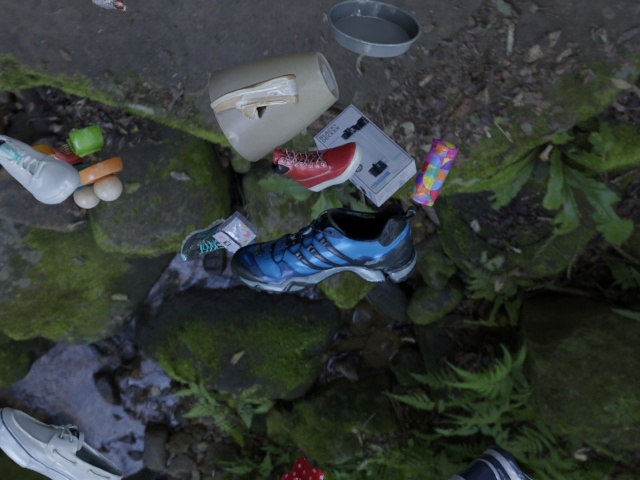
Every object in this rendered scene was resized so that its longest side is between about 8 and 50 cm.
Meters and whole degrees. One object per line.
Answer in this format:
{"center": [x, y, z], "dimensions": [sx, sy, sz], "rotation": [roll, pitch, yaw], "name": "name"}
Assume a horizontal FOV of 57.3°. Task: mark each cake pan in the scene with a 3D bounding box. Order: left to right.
{"center": [0.162, -0.652, 1.802], "dimensions": [0.294, 0.293, 0.054], "rotation": [5, 136, -5], "name": "cake pan"}

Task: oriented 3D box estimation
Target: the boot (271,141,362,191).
{"center": [-0.020, -0.212, 1.526], "dimensions": [0.176, 0.088, 0.244], "rotation": [22, 153, -30], "name": "boot"}

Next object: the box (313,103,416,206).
{"center": [0.136, -0.264, 1.807], "dimensions": [0.169, 0.087, 0.290], "rotation": [-42, 68, -2], "name": "box"}

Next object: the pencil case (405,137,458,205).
{"center": [0.383, -0.233, 2.009], "dimensions": [0.105, 0.104, 0.236], "rotation": [18, 117, -11], "name": "pencil case"}

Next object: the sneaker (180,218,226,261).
{"center": [-0.270, 0.000, 1.446], "dimensions": [0.076, 0.166, 0.064], "rotation": [15, 131, 37], "name": "sneaker"}

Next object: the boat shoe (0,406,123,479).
{"center": [-0.396, 0.315, 0.897], "dimensions": [0.076, 0.083, 0.226], "rotation": [-38, 123, -5], "name": "boat shoe"}

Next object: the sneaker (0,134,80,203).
{"center": [-0.503, -0.130, 1.002], "dimensions": [0.080, 0.212, 0.094], "rotation": [-58, 149, -13], "name": "sneaker"}

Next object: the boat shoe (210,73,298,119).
{"center": [-0.115, -0.240, 1.022], "dimensions": [0.170, 0.063, 0.059], "rotation": [-10, 103, 27], "name": "boat shoe"}

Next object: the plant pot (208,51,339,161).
{"center": [-0.101, -0.372, 1.517], "dimensions": [0.274, 0.256, 0.256], "rotation": [-19, 116, 19], "name": "plant pot"}

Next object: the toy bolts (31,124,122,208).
{"center": [-0.557, -0.139, 1.304], "dimensions": [0.218, 0.229, 0.158], "rotation": [-25, 101, -22], "name": "toy bolts"}

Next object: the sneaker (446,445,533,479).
{"center": [0.299, 0.485, 1.052], "dimensions": [0.153, 0.099, 0.282], "rotation": [-31, 130, -25], "name": "sneaker"}

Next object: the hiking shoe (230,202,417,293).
{"center": [0.000, 0.000, 0.941], "dimensions": [0.305, 0.113, 0.132], "rotation": [-7, 130, 4], "name": "hiking shoe"}

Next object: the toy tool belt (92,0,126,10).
{"center": [-0.463, -0.542, 1.294], "dimensions": [0.083, 0.052, 0.051], "rotation": [18, 97, 26], "name": "toy tool belt"}

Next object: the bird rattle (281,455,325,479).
{"center": [-0.011, 0.609, 1.268], "dimensions": [0.207, 0.143, 0.253], "rotation": [18, 99, 11], "name": "bird rattle"}

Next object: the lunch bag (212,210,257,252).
{"center": [-0.202, -0.014, 1.379], "dimensions": [0.083, 0.053, 0.071], "rotation": [-38, 113, 16], "name": "lunch bag"}
